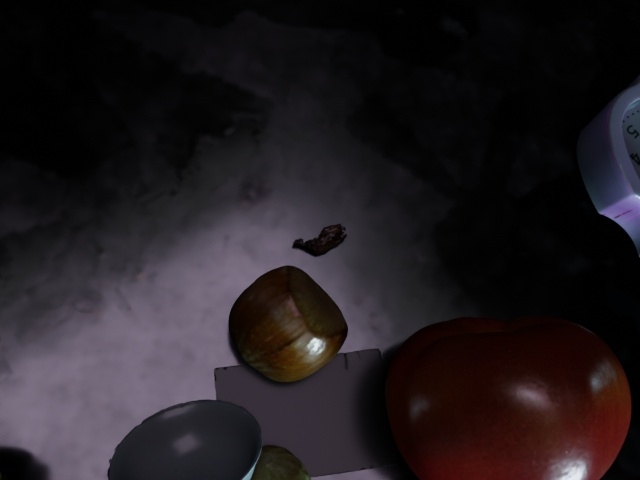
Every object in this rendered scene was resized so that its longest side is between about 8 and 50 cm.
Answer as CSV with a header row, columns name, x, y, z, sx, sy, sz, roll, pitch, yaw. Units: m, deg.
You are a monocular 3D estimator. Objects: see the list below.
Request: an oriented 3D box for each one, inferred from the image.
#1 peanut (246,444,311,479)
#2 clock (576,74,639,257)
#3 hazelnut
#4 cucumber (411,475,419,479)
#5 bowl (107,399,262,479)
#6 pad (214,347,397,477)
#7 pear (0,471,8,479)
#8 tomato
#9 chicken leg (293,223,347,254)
name,x,y,z,sx,sy,sz,roll,pitch,yaw
peanut,-0.030,0.350,0.821,0.089,0.089,0.193,-32,83,-17
clock,0.602,-0.126,1.068,0.338,0.102,0.339,3,73,-9
hazelnut,-0.047,0.115,0.871,0.150,0.150,0.150,3,72,-8
cucumber,0.088,0.399,0.839,0.067,0.067,0.294,37,69,4
bowl,-0.160,0.292,0.806,0.188,0.189,0.086,-13,115,-13
pad,-0.020,0.244,0.902,0.242,0.004,0.164,-5,74,-10
pear,-0.463,0.342,0.694,0.269,0.212,0.212,-38,81,-24
tomato,0.234,0.215,0.815,0.298,0.298,0.227,-2,90,-10
chicken leg,0.002,0.001,0.975,0.083,0.021,0.036,-23,87,-10
